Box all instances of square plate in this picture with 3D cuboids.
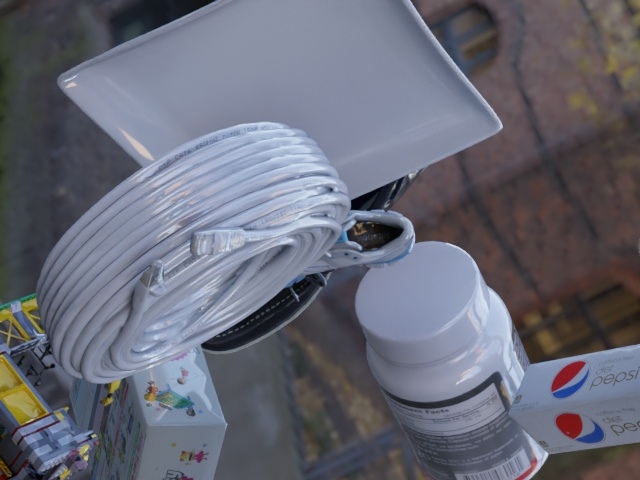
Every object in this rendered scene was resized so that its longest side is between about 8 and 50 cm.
[{"bbox_3d":[-0.035,-0.150,1.809,0.347,0.344,0.049,47,26,-47],"label":"square plate"}]

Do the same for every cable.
[{"bbox_3d":[-0.098,0.013,1.337,0.257,0.257,0.089,-21,72,-47],"label":"cable"}]

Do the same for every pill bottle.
[{"bbox_3d":[0.143,0.140,1.910,0.161,0.161,0.283,-102,169,-46],"label":"pill bottle"}]

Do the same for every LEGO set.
[{"bbox_3d":[-0.285,0.201,1.689,0.192,0.331,0.255,50,27,15],"label":"LEGO set"}]

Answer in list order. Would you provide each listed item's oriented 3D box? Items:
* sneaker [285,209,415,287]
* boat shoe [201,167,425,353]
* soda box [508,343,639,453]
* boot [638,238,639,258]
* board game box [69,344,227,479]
[{"bbox_3d":[0.000,0.000,1.674,0.083,0.190,0.071,125,-47,-82],"label":"sneaker"},{"bbox_3d":[-0.034,-0.031,2.155,0.187,0.500,0.156,48,29,3],"label":"boat shoe"},{"bbox_3d":[0.295,0.156,1.763,0.074,0.216,0.069,44,54,-25],"label":"soda box"},{"bbox_3d":[0.348,0.037,1.102,0.203,0.262,0.095,52,42,-43],"label":"boot"},{"bbox_3d":[-0.206,0.194,2.052,0.303,0.097,0.224,-113,-149,-49],"label":"board game box"}]
